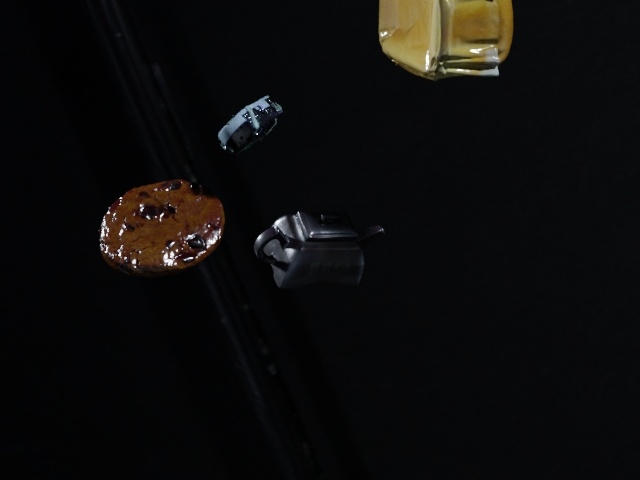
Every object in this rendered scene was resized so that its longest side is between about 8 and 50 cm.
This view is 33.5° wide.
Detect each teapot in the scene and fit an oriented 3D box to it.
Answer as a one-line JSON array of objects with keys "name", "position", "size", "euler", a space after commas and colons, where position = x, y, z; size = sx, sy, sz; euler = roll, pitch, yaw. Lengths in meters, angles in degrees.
[{"name": "teapot", "position": [0.000, 0.000, 1.385], "size": [0.096, 0.177, 0.087], "euler": [115, -36, -43]}]

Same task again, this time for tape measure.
[{"name": "tape measure", "position": [-0.104, -0.167, 1.565], "size": [0.054, 0.094, 0.091], "euler": [51, -33, 0]}]

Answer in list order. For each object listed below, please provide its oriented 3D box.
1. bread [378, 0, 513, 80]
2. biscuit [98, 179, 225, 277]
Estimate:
[{"name": "bread", "position": [0.148, -0.272, 1.281], "size": [0.241, 0.107, 0.136], "euler": [-131, -144, -68]}, {"name": "biscuit", "position": [-0.236, -0.019, 1.579], "size": [0.192, 0.192, 0.049], "euler": [20, -33, 24]}]
